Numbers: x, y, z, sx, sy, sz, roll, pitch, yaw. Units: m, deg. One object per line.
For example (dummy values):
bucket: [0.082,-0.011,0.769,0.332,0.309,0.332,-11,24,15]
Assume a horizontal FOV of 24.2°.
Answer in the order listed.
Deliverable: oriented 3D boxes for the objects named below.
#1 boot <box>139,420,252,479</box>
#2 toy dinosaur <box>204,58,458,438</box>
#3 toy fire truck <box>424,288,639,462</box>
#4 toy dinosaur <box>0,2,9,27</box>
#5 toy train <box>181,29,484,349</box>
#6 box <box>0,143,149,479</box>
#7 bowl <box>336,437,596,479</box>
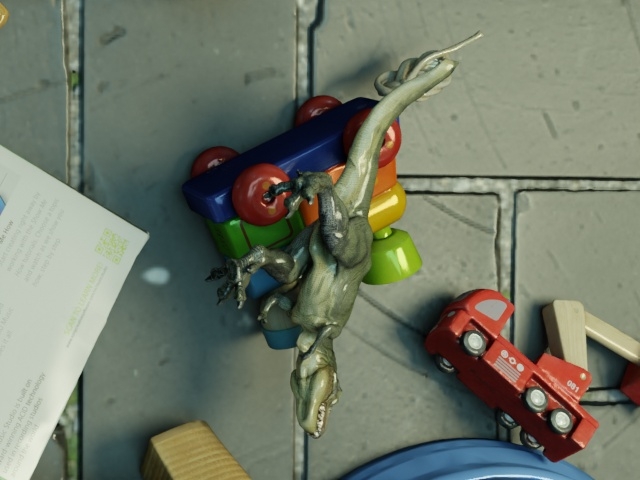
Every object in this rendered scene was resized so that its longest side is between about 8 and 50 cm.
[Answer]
boot: [-0.136,0.257,0.962,0.295,0.104,0.211,-24,64,-23]
toy dinosaur: [0.000,0.000,0.968,0.118,0.064,0.268,3,112,-47]
toy fire truck: [0.184,0.092,1.134,0.192,0.047,0.135,42,55,-3]
toy dinosaur: [-0.219,-0.181,0.982,0.211,0.064,0.112,17,85,-20]
toy train: [0.039,-0.034,1.065,0.248,0.105,0.143,-28,111,-17]
box: [-0.292,0.013,0.919,0.322,0.058,0.232,33,59,-18]
bowl: [0.112,0.348,1.114,0.391,0.077,0.391,-1,93,-19]
